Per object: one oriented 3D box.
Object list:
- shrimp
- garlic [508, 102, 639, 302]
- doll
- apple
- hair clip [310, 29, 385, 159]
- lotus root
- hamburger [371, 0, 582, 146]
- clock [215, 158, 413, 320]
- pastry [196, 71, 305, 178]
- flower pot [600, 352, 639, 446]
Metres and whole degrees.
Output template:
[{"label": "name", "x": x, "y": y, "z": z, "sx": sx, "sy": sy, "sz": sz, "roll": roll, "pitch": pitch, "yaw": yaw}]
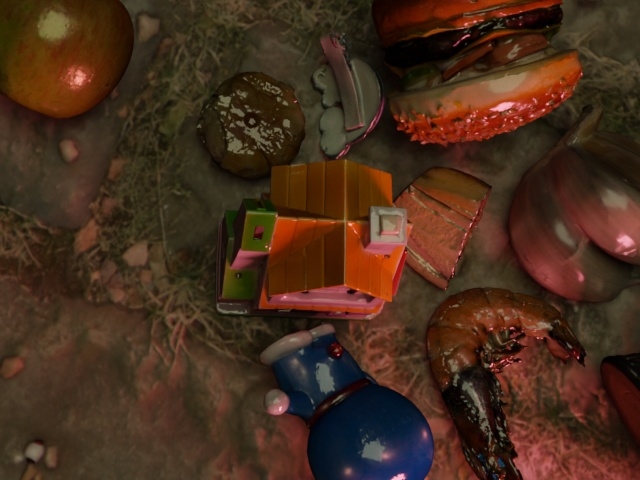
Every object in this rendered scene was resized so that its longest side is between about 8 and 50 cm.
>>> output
[{"label": "shrimp", "x": 0.266, "y": 0.198, "z": 1.577, "sx": 0.222, "sy": 0.054, "sz": 0.290, "roll": -8, "pitch": 70, "yaw": -12}, {"label": "garlic", "x": 0.397, "y": -0.036, "z": 1.635, "sx": 0.237, "sy": 0.210, "sz": 0.292, "roll": -19, "pitch": 73, "yaw": -49}, {"label": "doll", "x": 0.026, "y": 0.228, "z": 1.480, "sx": 0.215, "sy": 0.161, "sz": 0.257, "roll": -15, "pitch": 63, "yaw": -45}, {"label": "apple", "x": -0.349, "y": -0.252, "z": 1.511, "sx": 0.196, "sy": 0.196, "sz": 0.196, "roll": 2, "pitch": 76, "yaw": -10}, {"label": "hair clip", "x": 0.036, "y": -0.206, "z": 1.612, "sx": 0.049, "sy": 0.116, "sz": 0.172, "roll": -5, "pitch": 79, "yaw": -47}, {"label": "lotus root", "x": 0.168, "y": -0.036, "z": 1.608, "sx": 0.135, "sy": 0.095, "sz": 0.159, "roll": 37, "pitch": 113, "yaw": 5}, {"label": "hamburger", "x": 0.209, "y": -0.251, "z": 1.565, "sx": 0.291, "sy": 0.291, "sz": 0.225, "roll": -16, "pitch": 98, "yaw": -14}, {"label": "clock", "x": 0.000, "y": 0.000, "z": 1.447, "sx": 0.235, "sy": 0.309, "sz": 0.166, "roll": 3, "pitch": 77, "yaw": -10}, {"label": "pastry", "x": -0.093, "y": -0.157, "z": 1.589, "sx": 0.153, "sy": 0.081, "sz": 0.153, "roll": 6, "pitch": 71, "yaw": -18}, {"label": "flower pot", "x": 0.536, "y": 0.175, "z": 1.540, "sx": 0.267, "sy": 0.266, "sz": 0.266, "roll": -28, "pitch": 83, "yaw": -5}]
